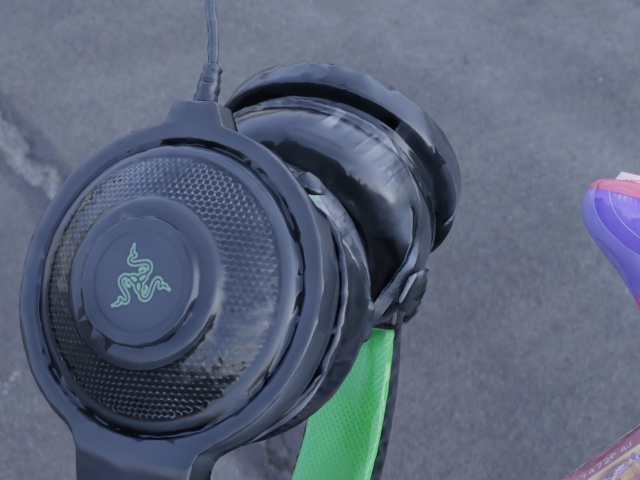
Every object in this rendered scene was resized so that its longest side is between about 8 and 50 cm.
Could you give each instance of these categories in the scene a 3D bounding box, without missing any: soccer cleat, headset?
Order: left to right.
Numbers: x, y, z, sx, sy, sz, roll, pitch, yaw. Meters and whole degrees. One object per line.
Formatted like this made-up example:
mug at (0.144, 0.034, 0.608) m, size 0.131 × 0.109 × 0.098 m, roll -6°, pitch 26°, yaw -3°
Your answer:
headset at (0.000, 0.000, 0.487) m, size 0.185 × 0.394 × 0.243 m, roll 5°, pitch 21°, yaw 22°
soccer cleat at (0.214, 0.045, 0.579) m, size 0.083 × 0.248 × 0.095 m, roll 21°, pitch 84°, yaw 54°

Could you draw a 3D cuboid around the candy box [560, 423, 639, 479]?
candy box at (0.223, 0.210, 0.726) m, size 0.109 × 0.187 × 0.053 m, roll -37°, pitch 26°, yaw 7°
